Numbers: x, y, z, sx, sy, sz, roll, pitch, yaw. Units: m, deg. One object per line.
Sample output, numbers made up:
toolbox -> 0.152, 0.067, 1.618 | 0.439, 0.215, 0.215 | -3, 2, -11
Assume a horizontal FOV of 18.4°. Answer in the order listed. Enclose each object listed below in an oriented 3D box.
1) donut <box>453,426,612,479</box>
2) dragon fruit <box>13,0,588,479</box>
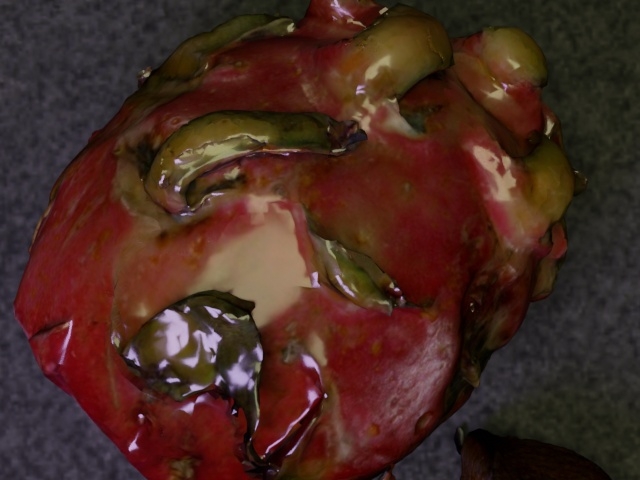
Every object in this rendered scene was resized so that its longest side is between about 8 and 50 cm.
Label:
donut -> 0.128, 0.212, 1.054 | 0.085, 0.141, 0.217 | -2, 90, -6
dragon fruit -> 0.000, 0.000, 1.008 | 0.291, 0.269, 0.250 | -37, 96, 2
